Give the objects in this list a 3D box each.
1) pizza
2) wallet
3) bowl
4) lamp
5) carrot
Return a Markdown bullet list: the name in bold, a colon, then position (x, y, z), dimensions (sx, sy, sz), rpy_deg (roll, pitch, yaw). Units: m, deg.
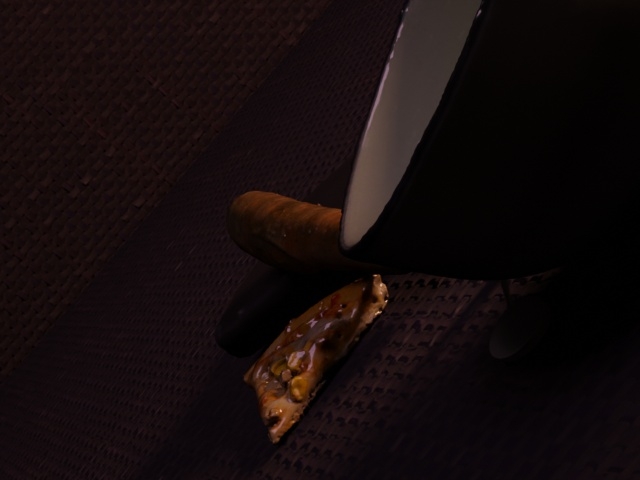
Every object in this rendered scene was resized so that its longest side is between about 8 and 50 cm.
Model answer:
- **pizza**: position (-0.026, 0.114, 1.664), dimensions (0.185, 0.036, 0.176), rpy_deg (-37, 16, 46)
- **wallet**: position (0.067, -0.054, 1.831), dimensions (0.406, 0.062, 0.228), rpy_deg (-41, 13, 35)
- **bowl**: position (0.158, -0.122, 1.256), dimensions (0.354, 0.185, 0.354), rpy_deg (-160, 90, -82)
- **lamp**: position (0.134, 0.035, 1.363), dimensions (0.050, 0.056, 0.198), rpy_deg (-44, 23, 15)
- **carrot**: position (0.001, 0.000, 1.687), dimensions (0.070, 0.070, 0.342), rpy_deg (-50, 23, -13)
